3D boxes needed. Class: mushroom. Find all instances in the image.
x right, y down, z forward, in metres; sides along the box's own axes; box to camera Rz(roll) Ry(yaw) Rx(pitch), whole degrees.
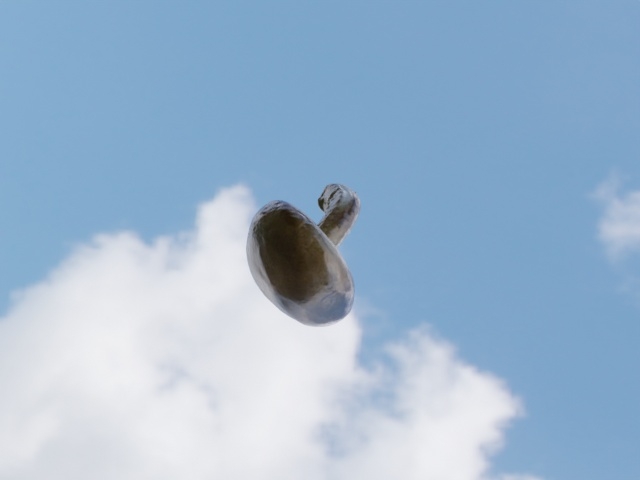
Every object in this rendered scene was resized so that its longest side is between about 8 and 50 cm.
[{"bbox_3d":[-0.009,0.007,1.022,0.073,0.129,0.088,-36,-77,23],"label":"mushroom"}]
